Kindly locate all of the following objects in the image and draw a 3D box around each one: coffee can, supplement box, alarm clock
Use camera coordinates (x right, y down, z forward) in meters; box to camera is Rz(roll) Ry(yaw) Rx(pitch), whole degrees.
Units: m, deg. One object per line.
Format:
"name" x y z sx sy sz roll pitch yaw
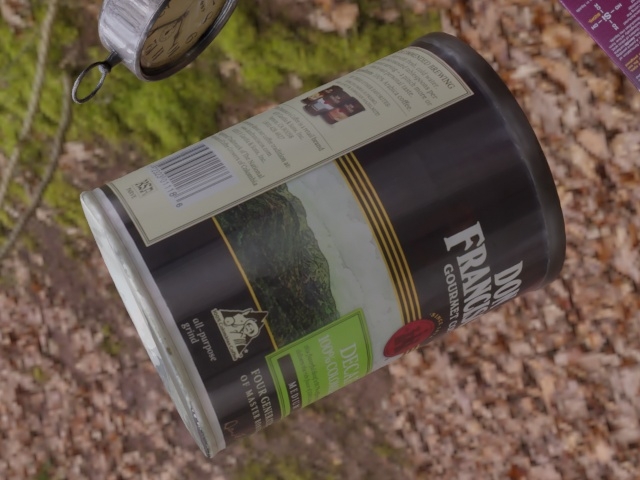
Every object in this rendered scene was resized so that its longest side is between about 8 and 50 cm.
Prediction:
"coffee can" 0.000 0.000 0.831 0.201 0.275 0.201 59 167 23
"supplement box" 0.160 -0.131 0.643 0.083 0.043 0.055 43 -160 -18
"alarm clock" -0.137 -0.183 0.969 0.064 0.192 0.129 38 165 10
